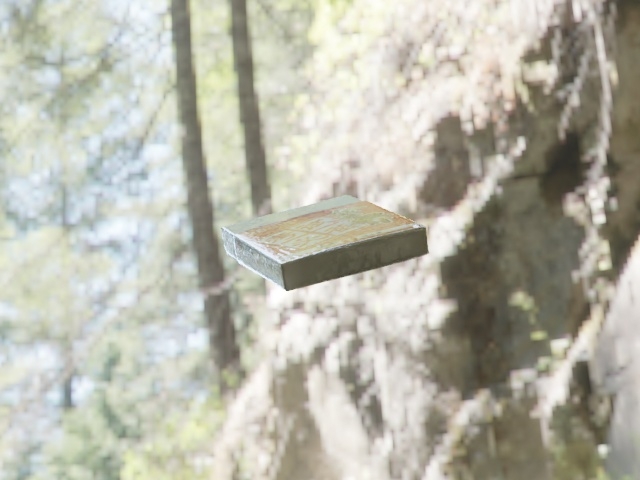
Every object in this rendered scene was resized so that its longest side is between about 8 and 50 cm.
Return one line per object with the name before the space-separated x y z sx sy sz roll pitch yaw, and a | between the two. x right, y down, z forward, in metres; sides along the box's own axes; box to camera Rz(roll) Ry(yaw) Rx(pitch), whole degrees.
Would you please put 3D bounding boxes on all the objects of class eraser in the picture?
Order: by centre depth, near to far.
eraser | 0.000 0.000 1.753 0.157 0.038 0.230 -15 14 -16
